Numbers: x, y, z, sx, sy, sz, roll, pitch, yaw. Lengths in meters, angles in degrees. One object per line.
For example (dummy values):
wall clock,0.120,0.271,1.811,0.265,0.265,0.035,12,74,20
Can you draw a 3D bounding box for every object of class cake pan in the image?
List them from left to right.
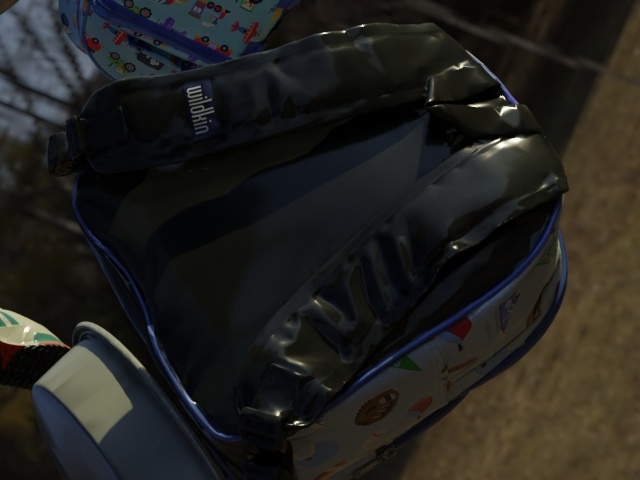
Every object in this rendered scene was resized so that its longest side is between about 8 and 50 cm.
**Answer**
cake pan,-0.111,0.194,1.299,0.054,0.293,0.293,-31,-12,-18

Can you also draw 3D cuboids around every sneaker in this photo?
sneaker,-0.292,0.086,1.633,0.075,0.161,0.057,37,106,51

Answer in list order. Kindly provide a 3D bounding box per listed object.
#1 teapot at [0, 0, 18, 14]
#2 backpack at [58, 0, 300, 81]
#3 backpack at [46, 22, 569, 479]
teapot,-0.192,-0.238,0.931,0.187,0.256,0.252,-46,26,-3
backpack,-0.115,-0.180,1.447,0.173,0.158,0.117,-49,28,25
backpack,0.017,0.007,1.145,0.263,0.276,0.213,-31,-26,-2
